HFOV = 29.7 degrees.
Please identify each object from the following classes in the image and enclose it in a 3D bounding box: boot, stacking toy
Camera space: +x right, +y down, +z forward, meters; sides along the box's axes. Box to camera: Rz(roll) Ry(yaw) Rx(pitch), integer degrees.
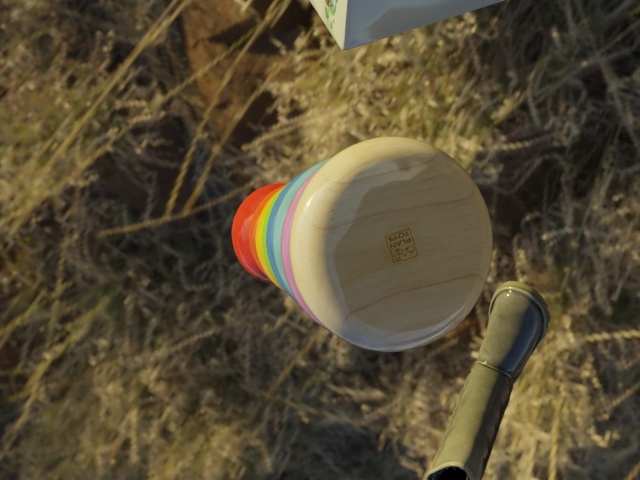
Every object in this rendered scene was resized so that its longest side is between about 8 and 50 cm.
[{"bbox_3d":[0.179,0.171,1.325,0.076,0.208,0.190,22,136,21],"label":"boot"},{"bbox_3d":[0.000,0.000,0.927,0.141,0.141,0.330,41,169,-15],"label":"stacking toy"}]

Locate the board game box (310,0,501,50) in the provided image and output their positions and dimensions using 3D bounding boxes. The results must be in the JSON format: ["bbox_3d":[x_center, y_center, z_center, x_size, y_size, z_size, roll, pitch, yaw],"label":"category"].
[{"bbox_3d":[0.058,-0.330,1.088,0.097,0.224,0.303,92,154,-52],"label":"board game box"}]
